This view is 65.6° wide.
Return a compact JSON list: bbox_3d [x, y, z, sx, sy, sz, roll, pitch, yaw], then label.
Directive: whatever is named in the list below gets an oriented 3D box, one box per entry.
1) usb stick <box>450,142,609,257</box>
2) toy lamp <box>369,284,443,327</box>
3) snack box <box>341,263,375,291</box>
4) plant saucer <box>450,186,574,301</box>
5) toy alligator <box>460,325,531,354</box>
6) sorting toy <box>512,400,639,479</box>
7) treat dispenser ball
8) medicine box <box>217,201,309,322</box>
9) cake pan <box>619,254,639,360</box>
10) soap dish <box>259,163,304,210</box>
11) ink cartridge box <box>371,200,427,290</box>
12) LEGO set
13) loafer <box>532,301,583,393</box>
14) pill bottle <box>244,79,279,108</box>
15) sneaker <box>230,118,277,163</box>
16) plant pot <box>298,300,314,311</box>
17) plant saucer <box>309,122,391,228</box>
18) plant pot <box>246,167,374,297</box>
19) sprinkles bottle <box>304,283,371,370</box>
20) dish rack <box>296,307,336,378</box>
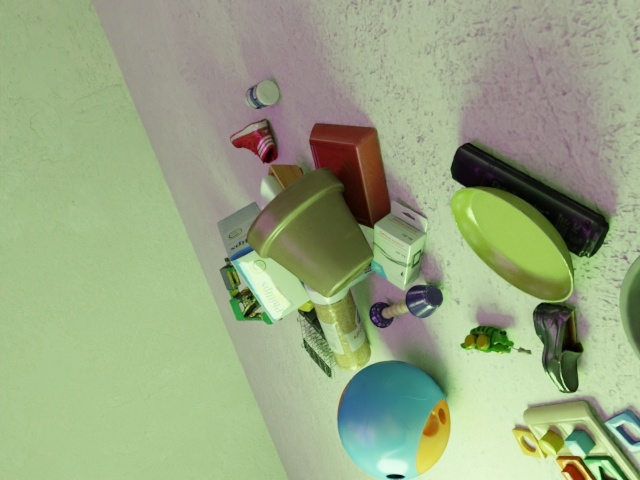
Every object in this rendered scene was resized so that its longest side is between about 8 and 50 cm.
[{"bbox_3d":[0.322,-0.072,0.799,0.278,0.045,0.077,43,143,38],"label":"usb stick"},{"bbox_3d":[0.206,0.161,1.203,0.080,0.080,0.275,61,157,7],"label":"toy lamp"},{"bbox_3d":[0.068,0.067,1.299,0.100,0.141,0.037,53,152,22],"label":"snack box"},{"bbox_3d":[0.315,-0.002,0.813,0.241,0.037,0.241,47,170,11],"label":"plant saucer"},{"bbox_3d":[0.349,0.197,0.994,0.189,0.056,0.052,-20,55,65],"label":"toy alligator"},{"bbox_3d":[0.483,0.407,0.933,0.196,0.047,0.348,58,155,12],"label":"sorting toy"},{"bbox_3d":[0.185,0.453,1.264,0.288,0.288,0.288,44,148,36],"label":"treat dispenser ball"},{"bbox_3d":[-0.181,0.062,1.572,0.264,0.149,0.289,61,175,-32],"label":"medicine box"},{"bbox_3d":[0.515,0.110,0.586,0.293,0.054,0.293,43,148,37],"label":"cake pan"},{"bbox_3d":[-0.062,-0.061,1.433,0.291,0.118,0.229,59,162,12],"label":"soap dish"},{"bbox_3d":[0.174,0.012,1.123,0.104,0.060,0.180,34,142,32],"label":"ink cartridge box"},{"bbox_3d":[-0.258,0.179,2.058,0.254,0.192,0.332,-16,104,35],"label":"LEGO set"},{"bbox_3d":[0.415,0.188,0.846,0.061,0.062,0.170,-3,112,58],"label":"loafer"},{"bbox_3d":[-0.170,-0.407,1.400,0.120,0.067,0.067,10,123,60],"label":"pill bottle"},{"bbox_3d":[-0.212,-0.291,1.571,0.221,0.087,0.128,-8,105,65],"label":"sneaker"},{"bbox_3d":[-0.052,0.197,1.729,0.083,0.081,0.082,38,147,22],"label":"plant pot"},{"bbox_3d":[0.063,-0.150,1.219,0.258,0.047,0.259,24,134,54],"label":"plant saucer"},{"bbox_3d":[0.000,0.000,1.154,0.229,0.263,0.263,48,152,11],"label":"plant pot"},{"bbox_3d":[0.055,0.226,1.433,0.121,0.121,0.356,35,152,46],"label":"sprinkles bottle"},{"bbox_3d":[0.000,0.364,1.795,0.208,0.074,0.272,42,148,41],"label":"dish rack"}]
